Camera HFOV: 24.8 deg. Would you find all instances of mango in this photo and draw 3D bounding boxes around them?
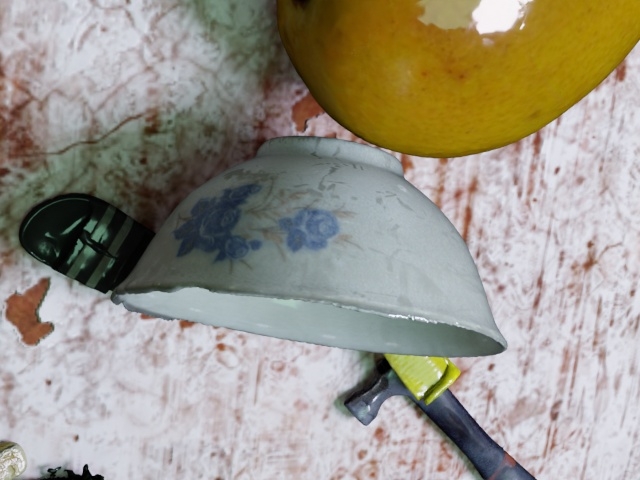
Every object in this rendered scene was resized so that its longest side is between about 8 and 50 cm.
[{"bbox_3d":[0.164,-0.249,1.149,0.445,0.232,0.300,-34,126,-13],"label":"mango"}]

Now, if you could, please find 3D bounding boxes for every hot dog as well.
[{"bbox_3d":[-0.296,0.202,1.243,0.090,0.034,0.030,-29,109,-31],"label":"hot dog"}]

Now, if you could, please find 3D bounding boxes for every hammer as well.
[{"bbox_3d":[0.159,0.197,1.422,0.137,0.037,0.290,-44,118,0],"label":"hammer"}]

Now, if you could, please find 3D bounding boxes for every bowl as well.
[{"bbox_3d":[0.000,0.000,1.153,0.313,0.313,0.146,11,81,-25],"label":"bowl"}]

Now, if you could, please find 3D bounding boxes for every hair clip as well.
[{"bbox_3d":[0.057,0.066,1.311,0.072,0.046,0.173,-43,101,-5],"label":"hair clip"}]

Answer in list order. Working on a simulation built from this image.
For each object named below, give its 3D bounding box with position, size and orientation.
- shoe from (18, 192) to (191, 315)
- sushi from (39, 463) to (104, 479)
[{"bbox_3d":[-0.163,0.018,1.217,0.179,0.049,0.071,28,97,-28],"label":"shoe"},{"bbox_3d":[-0.223,0.241,1.276,0.083,0.056,0.085,-9,114,-11],"label":"sushi"}]
